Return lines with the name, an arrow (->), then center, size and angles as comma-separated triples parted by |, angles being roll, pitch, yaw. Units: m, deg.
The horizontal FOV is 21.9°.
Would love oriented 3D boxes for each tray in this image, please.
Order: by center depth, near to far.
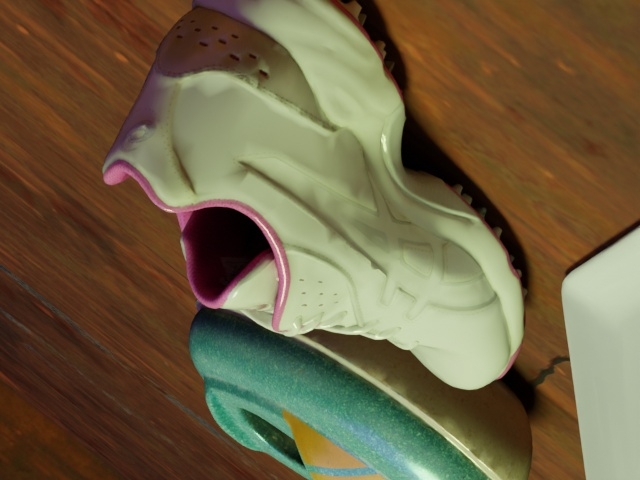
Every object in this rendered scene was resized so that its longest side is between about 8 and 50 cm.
tray -> 0.160, 0.133, 0.744 | 0.030, 0.270, 0.145 | -3, 167, -12

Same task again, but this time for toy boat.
toy boat -> 0.045, 0.160, 1.111 | 0.267, 0.148, 0.318 | 19, 154, 46

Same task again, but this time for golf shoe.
golf shoe -> 0.000, 0.000, 0.813 | 0.115, 0.140, 0.306 | 19, 156, 44
